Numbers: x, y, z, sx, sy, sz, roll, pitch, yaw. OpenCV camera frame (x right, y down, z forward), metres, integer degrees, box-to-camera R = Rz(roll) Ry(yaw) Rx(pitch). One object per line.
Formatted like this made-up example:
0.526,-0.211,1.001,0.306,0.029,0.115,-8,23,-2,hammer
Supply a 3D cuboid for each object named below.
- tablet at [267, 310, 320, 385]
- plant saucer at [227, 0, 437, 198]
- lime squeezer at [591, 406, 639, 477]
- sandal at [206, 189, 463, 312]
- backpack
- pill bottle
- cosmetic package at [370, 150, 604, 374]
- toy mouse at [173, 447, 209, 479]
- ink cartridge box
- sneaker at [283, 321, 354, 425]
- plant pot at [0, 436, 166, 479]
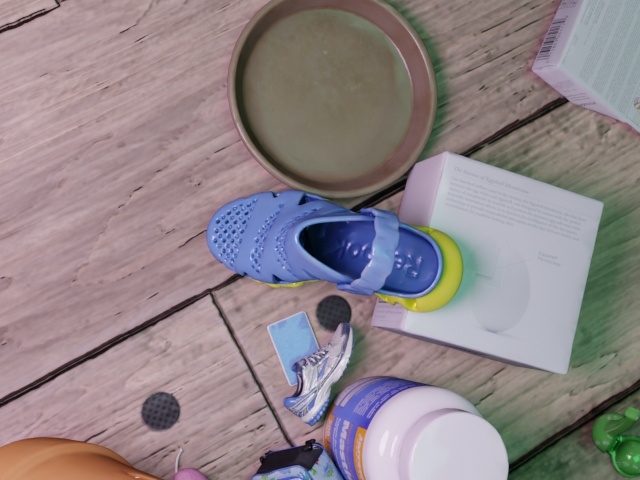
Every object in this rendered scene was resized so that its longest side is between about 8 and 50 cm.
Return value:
-0.030,0.137,1.221,0.054,0.006,0.083,-22,91,-15,tablet
0.016,-0.190,1.237,0.277,0.041,0.278,1,87,-14,plant saucer
0.430,0.282,1.290,0.310,0.109,0.059,49,56,-38,lime squeezer
0.000,0.000,1.113,0.317,0.138,0.126,6,82,26,sandal
-0.021,0.313,1.159,0.114,0.105,0.084,55,40,-13,backpack
0.107,0.240,1.112,0.152,0.272,0.153,1,86,-14,pill bottle
0.209,0.031,1.223,0.224,0.138,0.225,17,84,-13,cosmetic package
-0.158,0.322,1.124,0.143,0.031,0.161,4,61,20,toy mouse
0.422,-0.263,1.355,0.232,0.066,0.189,31,78,-32,ink cartridge box
-0.003,0.159,1.197,0.058,0.052,0.135,27,80,-7,sneaker
-0.217,0.341,0.939,0.290,0.203,0.291,14,73,-55,plant pot
